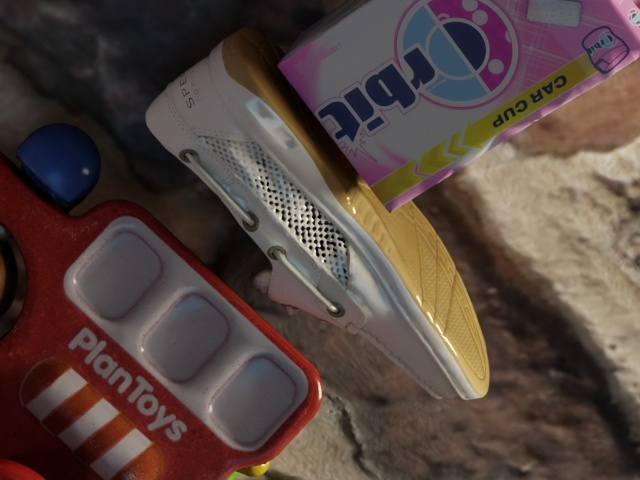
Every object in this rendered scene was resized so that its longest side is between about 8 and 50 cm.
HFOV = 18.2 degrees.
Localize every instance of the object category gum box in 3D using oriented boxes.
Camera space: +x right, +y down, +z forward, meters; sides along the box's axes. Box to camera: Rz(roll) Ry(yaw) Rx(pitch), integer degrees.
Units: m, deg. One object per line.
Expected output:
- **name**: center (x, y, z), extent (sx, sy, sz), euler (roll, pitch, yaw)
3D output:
- **gum box**: center (0.085, -0.113, 1.105), extent (0.188, 0.062, 0.107), euler (-32, 103, 25)

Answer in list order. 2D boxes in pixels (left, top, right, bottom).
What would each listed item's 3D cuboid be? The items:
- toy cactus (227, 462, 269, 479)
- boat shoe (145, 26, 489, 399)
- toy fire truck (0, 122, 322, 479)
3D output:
- **toy cactus**: center (-0.098, 0.194, 1.345), extent (0.219, 0.112, 0.180), euler (-10, 145, 2)
- **boat shoe**: center (0.000, 0.000, 1.195), extent (0.096, 0.098, 0.277), euler (-30, 113, 19)
- **toy fire truck**: center (-0.182, 0.071, 1.183), extent (0.302, 0.169, 0.254), euler (44, 89, 2)
